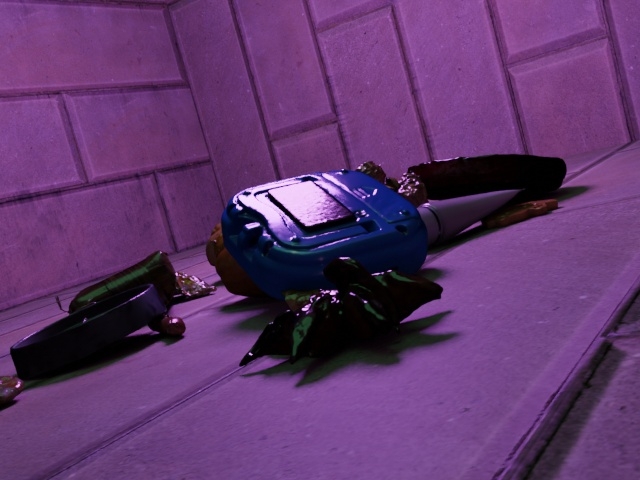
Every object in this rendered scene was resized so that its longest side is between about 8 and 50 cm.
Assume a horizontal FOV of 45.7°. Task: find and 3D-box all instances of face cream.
[{"bbox_3d":[0.289,-0.050,1.598,0.314,0.089,0.143,-16,-10,-36],"label":"face cream"}]

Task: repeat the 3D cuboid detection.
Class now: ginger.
[{"bbox_3d":[-0.001,0.092,1.130,0.137,0.044,0.057,-5,-20,33],"label":"ginger"}]

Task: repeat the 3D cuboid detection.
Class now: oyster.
[{"bbox_3d":[-0.324,0.101,1.792,0.121,0.045,0.146,2,21,-27],"label":"oyster"}]

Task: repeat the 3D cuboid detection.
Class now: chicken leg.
[{"bbox_3d":[-0.180,0.025,1.899,0.201,0.153,0.429,-8,11,-13],"label":"chicken leg"}]

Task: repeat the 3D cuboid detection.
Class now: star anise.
[{"bbox_3d":[0.020,0.073,0.918,0.272,0.102,0.272,-18,3,1],"label":"star anise"}]

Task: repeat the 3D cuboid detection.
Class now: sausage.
[{"bbox_3d":[-0.267,0.148,1.325,0.042,0.036,0.158,-30,10,-22],"label":"sausage"}]

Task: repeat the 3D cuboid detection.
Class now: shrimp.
[{"bbox_3d":[-0.526,0.235,1.112,0.190,0.042,0.101,-13,13,10],"label":"shrimp"}]

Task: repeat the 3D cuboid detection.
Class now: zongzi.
[{"bbox_3d":[-0.428,0.146,1.652,0.248,0.111,0.241,-27,-19,-20],"label":"zongzi"}]

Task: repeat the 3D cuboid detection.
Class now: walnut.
[{"bbox_3d":[-0.119,0.048,1.476,0.245,0.137,0.137,-3,12,41],"label":"walnut"}]

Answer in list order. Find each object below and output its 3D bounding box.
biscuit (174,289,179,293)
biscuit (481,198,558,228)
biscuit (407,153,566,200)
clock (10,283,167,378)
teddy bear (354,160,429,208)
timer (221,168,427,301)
[{"bbox_3d":[-0.435,0.141,1.876,0.237,0.026,0.131,-13,-6,15],"label":"biscuit"},{"bbox_3d":[0.423,-0.060,1.639,0.184,0.027,0.133,-16,6,-13],"label":"biscuit"},{"bbox_3d":[0.424,-0.153,1.960,0.407,0.091,0.407,-1,-2,0],"label":"biscuit"},{"bbox_3d":[-0.412,0.156,1.350,0.280,0.055,0.280,-23,7,3],"label":"clock"},{"bbox_3d":[0.189,-0.103,1.769,0.222,0.246,0.296,-53,-15,-30],"label":"teddy bear"},{"bbox_3d":[0.002,-0.020,1.323,0.309,0.115,0.340,-16,30,-22],"label":"timer"}]
